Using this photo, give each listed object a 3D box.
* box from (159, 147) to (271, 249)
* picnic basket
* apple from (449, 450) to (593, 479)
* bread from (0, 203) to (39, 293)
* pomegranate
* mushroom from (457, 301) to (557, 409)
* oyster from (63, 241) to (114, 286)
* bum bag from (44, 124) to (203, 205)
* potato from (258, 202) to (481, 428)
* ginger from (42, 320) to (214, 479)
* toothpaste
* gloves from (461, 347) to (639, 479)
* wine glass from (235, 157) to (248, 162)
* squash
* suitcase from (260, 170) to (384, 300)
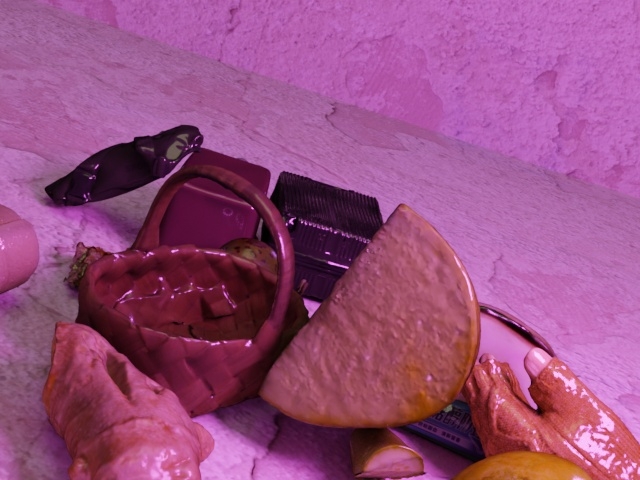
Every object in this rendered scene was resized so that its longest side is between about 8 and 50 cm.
[{"bbox_3d":[-0.193,-0.047,1.839,0.193,0.167,0.294,19,20,-4],"label":"box"},{"bbox_3d":[-0.157,0.051,1.396,0.293,0.337,0.337,32,24,32],"label":"picnic basket"},{"bbox_3d":[0.226,0.348,1.092,0.246,0.226,0.246,18,22,-7],"label":"apple"},{"bbox_3d":[-0.502,0.019,1.434,0.148,0.134,0.141,19,22,25],"label":"bread"},{"bbox_3d":[-0.109,0.072,1.640,0.169,0.148,0.148,19,20,8],"label":"pomegranate"},{"bbox_3d":[0.263,0.194,1.586,0.267,0.190,0.164,20,7,7],"label":"mushroom"},{"bbox_3d":[-0.356,0.044,1.625,0.105,0.056,0.177,32,18,13],"label":"oyster"},{"bbox_3d":[-0.363,-0.134,1.822,0.326,0.080,0.142,-19,29,17],"label":"bum bag"},{"bbox_3d":[0.119,0.138,1.368,0.213,0.330,0.280,42,15,15],"label":"potato"},{"bbox_3d":[-0.243,0.208,1.183,0.190,0.126,0.354,-7,33,-40],"label":"ginger"},{"bbox_3d":[0.148,0.256,1.493,0.392,0.061,0.099,20,62,7],"label":"toothpaste"},{"bbox_3d":[0.312,0.281,1.363,0.155,0.203,0.356,-25,60,-32],"label":"gloves"},{"bbox_3d":[-0.198,-0.130,2.200,0.074,0.074,0.262,19,19,0],"label":"wine glass"},{"bbox_3d":[0.077,0.285,1.346,0.090,0.075,0.200,-18,6,-6],"label":"squash"},{"bbox_3d":[0.000,0.000,1.921,0.229,0.152,0.335,17,18,-8],"label":"suitcase"}]
